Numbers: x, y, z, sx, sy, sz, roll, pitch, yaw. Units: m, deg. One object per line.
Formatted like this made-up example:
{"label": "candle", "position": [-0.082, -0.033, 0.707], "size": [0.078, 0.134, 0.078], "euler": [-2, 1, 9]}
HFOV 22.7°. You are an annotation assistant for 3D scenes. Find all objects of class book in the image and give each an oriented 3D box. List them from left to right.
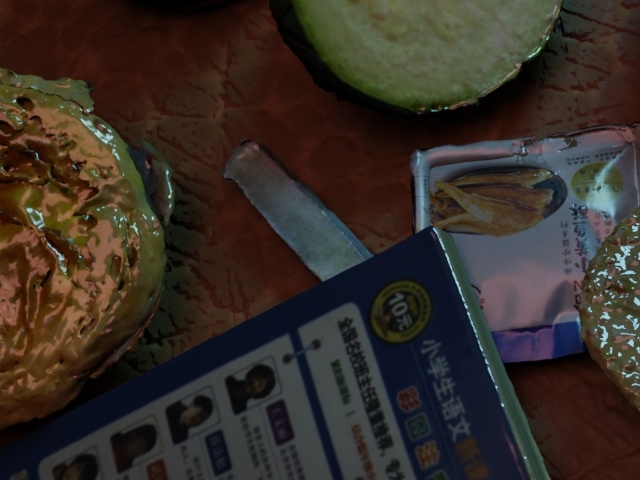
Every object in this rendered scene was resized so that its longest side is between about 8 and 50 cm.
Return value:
{"label": "book", "position": [-0.057, 0.205, 1.049], "size": [0.428, 0.039, 0.300], "euler": [-27, 59, 16]}

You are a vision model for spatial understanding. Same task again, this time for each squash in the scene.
{"label": "squash", "position": [0.072, -0.192, 1.158], "size": [0.220, 0.133, 0.220], "euler": [0, 90, 4]}

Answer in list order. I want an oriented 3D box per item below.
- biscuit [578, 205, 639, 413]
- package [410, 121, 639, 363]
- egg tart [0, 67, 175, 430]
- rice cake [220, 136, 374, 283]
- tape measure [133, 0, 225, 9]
{"label": "biscuit", "position": [0.270, 0.039, 0.986], "size": [0.220, 0.033, 0.219], "euler": [-6, 51, 8]}
{"label": "package", "position": [0.146, 0.002, 1.078], "size": [0.171, 0.027, 0.173], "euler": [-7, 61, 12]}
{"label": "egg tart", "position": [-0.241, 0.008, 1.195], "size": [0.297, 0.132, 0.297], "euler": [-3, 77, 12]}
{"label": "rice cake", "position": [0.000, 0.000, 1.143], "size": [0.043, 0.034, 0.211], "euler": [-47, 59, 8]}
{"label": "tape measure", "position": [-0.109, -0.315, 1.287], "size": [0.253, 0.114, 0.260], "euler": [33, 86, 31]}
